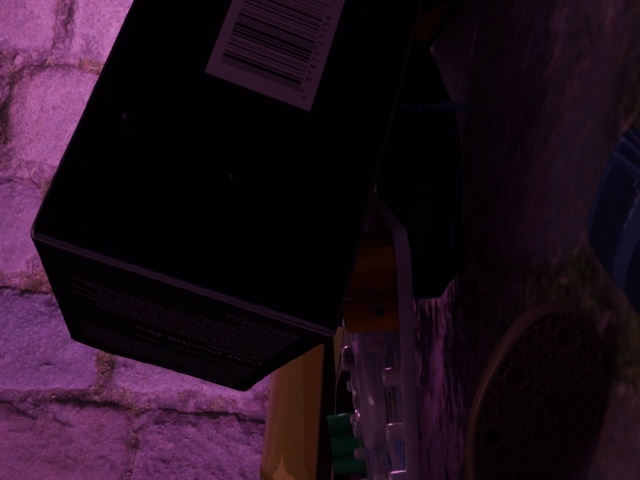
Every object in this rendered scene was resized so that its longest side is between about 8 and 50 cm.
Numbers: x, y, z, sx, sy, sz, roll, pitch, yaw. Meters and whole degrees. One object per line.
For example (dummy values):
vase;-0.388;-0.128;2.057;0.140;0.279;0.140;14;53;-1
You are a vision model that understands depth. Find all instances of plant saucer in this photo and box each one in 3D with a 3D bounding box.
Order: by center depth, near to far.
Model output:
plant saucer;-0.027;0.281;1.050;0.332;0.081;0.332;86;-174;-50

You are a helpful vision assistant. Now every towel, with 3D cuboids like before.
towel;0.147;0.001;0.301;0.119;0.029;0.067;-94;12;-62

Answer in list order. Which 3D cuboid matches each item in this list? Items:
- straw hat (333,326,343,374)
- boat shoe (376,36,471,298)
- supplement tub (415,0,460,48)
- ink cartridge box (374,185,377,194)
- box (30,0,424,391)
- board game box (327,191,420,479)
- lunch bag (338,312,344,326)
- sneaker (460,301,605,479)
straw hat;0.000;0.203;1.331;0.144;0.061;0.144;-172;90;-84
boat shoe;0.097;-0.080;0.641;0.089;0.109;0.258;86;174;-73
supplement tub;0.055;-0.298;0.741;0.338;0.207;0.207;130;147;-79
ink cartridge box;0.010;-0.095;0.986;0.189;0.097;0.255;12;79;58
box;-0.068;-0.078;0.575;0.312;0.179;0.343;128;159;-67
board game box;0.036;0.141;0.697;0.390;0.050;0.389;-108;14;-76
lunch bag;0.050;0.069;0.985;0.065;0.067;0.098;-89;12;-46
sneaker;0.103;0.118;0.397;0.071;0.066;0.188;-103;22;-77
